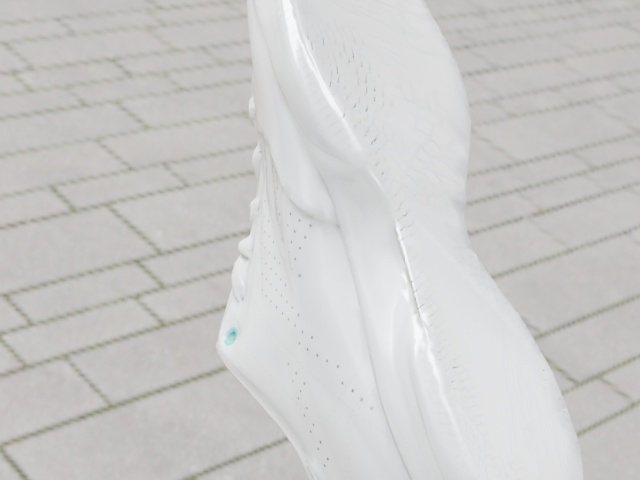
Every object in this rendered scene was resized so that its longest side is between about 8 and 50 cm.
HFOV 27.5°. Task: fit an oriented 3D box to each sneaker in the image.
[{"bbox_3d":[0.000,0.000,0.394,0.080,0.094,0.212,8,61,-45],"label":"sneaker"}]
